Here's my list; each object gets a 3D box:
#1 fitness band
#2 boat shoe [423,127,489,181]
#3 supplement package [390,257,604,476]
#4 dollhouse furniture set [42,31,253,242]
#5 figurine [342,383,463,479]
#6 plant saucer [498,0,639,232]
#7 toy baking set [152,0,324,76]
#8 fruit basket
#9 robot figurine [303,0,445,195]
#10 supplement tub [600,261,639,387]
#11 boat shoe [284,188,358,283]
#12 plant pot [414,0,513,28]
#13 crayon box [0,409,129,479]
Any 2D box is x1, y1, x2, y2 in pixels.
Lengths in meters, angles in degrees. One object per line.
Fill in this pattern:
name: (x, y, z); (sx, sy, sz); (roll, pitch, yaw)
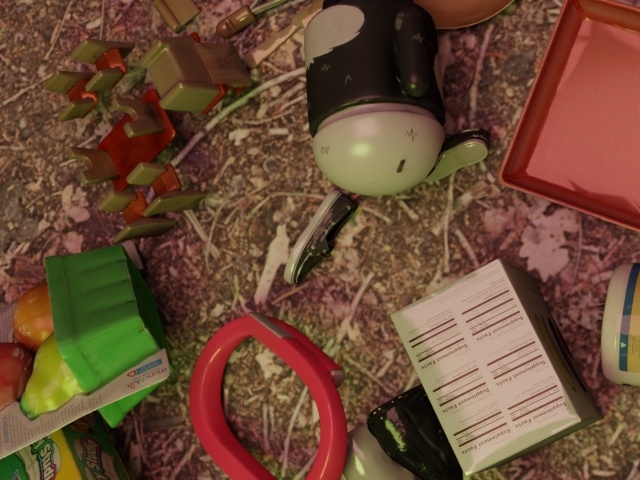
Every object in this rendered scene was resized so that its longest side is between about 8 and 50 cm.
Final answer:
fitness band: (-0.066, 0.216, 1.580); (0.291, 0.054, 0.209); (37, 112, 42)
boat shoe: (0.161, -0.112, 1.589); (0.125, 0.046, 0.038); (-21, 34, 33)
supplement package: (0.212, 0.150, 1.455); (0.149, 0.194, 0.203); (-29, 75, 15)
dollhouse furniture set: (-0.227, -0.167, 1.700); (0.259, 0.135, 0.262); (-39, 70, 36)
figurine: (0.117, 0.304, 1.493); (0.092, 0.215, 0.209); (-23, 76, -29)
plant saucer: (0.381, -0.147, 1.504); (0.258, 0.048, 0.259); (21, 91, 22)
toy baking set: (-0.122, -0.319, 1.726); (0.256, 0.030, 0.196); (29, 94, 22)
fruit basket: (-0.375, 0.170, 1.640); (0.353, 0.165, 0.327); (-32, 34, 2)
robot figurine: (0.070, -0.194, 1.542); (0.174, 0.209, 0.278); (-9, 70, 16)
supplement tub: (0.430, 0.104, 1.403); (0.200, 0.144, 0.144); (6, 86, 21)
boat shoe: (0.000, 0.000, 1.634); (0.040, 0.049, 0.142); (31, 93, 21)
plant pot: (0.179, -0.389, 1.618); (0.236, 0.032, 0.236); (-3, 82, 20)
crayon box: (-0.373, 0.417, 1.608); (0.313, 0.106, 0.363); (-52, 37, 8)
